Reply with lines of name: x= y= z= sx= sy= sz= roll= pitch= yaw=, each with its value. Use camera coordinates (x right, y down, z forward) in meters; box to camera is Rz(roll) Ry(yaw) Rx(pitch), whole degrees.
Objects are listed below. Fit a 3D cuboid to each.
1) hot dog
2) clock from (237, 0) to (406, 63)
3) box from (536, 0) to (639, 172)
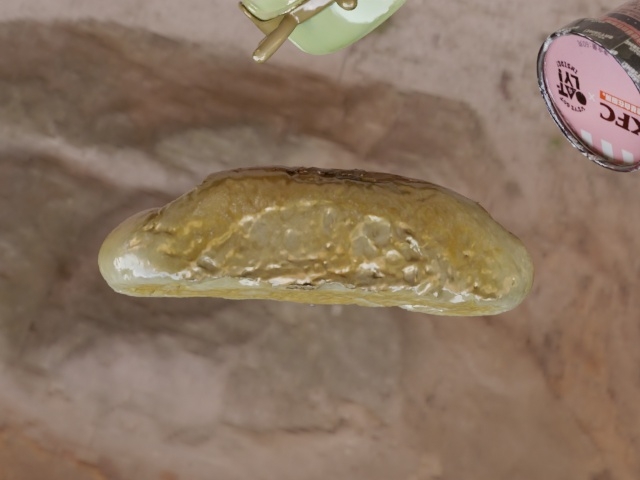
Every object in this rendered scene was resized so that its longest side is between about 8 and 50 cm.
hot dog: x=0.000 y=0.000 z=0.873 sx=0.242 sy=0.073 sz=0.084 roll=4 pitch=166 yaw=-13
clock: x=0.028 y=-0.275 z=1.525 sx=0.235 sy=0.308 sz=0.096 roll=-28 pitch=117 yaw=36
box: x=0.303 y=-0.162 z=1.490 sx=0.151 sy=0.135 sz=0.151 roll=44 pitch=156 yaw=25
